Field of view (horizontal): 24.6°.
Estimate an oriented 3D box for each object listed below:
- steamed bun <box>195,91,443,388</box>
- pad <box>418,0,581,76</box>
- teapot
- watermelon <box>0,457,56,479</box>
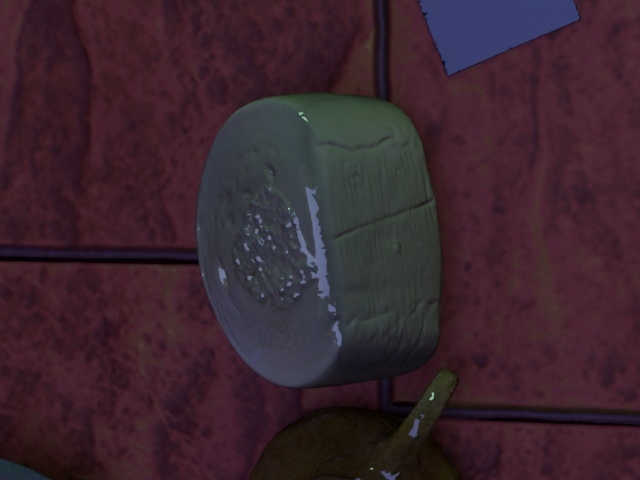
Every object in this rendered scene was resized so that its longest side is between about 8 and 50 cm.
[{"bbox_3d":[0.000,0.000,1.259,0.154,0.200,0.250,-3,93,38],"label":"steamed bun"},{"bbox_3d":[0.135,-0.256,1.290,0.127,0.004,0.190,-21,91,15],"label":"pad"},{"bbox_3d":[0.029,0.245,1.292,0.203,0.167,0.311,37,103,7],"label":"teapot"},{"bbox_3d":[-0.300,0.391,1.386,0.222,0.319,0.292,-23,49,43],"label":"watermelon"}]
